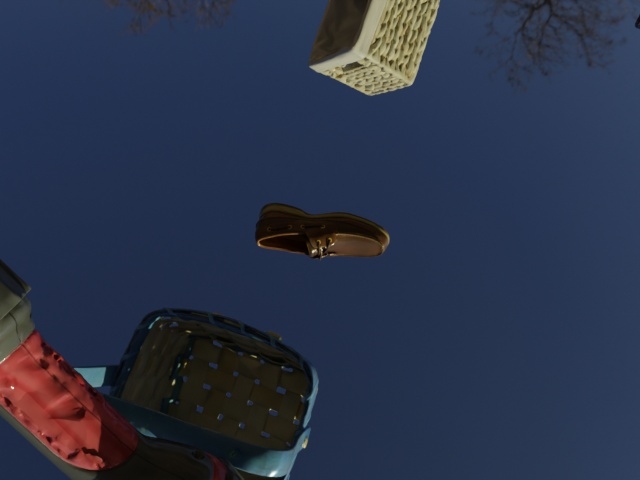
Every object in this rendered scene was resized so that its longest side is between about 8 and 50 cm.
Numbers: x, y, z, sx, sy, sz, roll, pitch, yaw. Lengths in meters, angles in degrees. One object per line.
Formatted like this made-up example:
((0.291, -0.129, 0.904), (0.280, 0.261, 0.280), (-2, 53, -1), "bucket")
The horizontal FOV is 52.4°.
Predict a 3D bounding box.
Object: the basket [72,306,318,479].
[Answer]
((-0.133, 0.181, 0.712), (0.254, 0.289, 0.201), (17, -91, 10), "basket")

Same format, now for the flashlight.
((-0.169, 0.128, 0.467), (0.103, 0.103, 0.304), (-39, -72, -7), "flashlight")

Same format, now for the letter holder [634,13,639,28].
((0.268, -0.332, 0.446), (0.152, 0.214, 0.302), (36, -102, 16), "letter holder")

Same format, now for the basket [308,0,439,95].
((0.074, -0.278, 0.815), (0.103, 0.113, 0.167), (22, -98, -30), "basket")

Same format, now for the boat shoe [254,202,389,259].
((0.000, 0.000, 0.853), (0.178, 0.064, 0.060), (10, -132, 8), "boat shoe")
